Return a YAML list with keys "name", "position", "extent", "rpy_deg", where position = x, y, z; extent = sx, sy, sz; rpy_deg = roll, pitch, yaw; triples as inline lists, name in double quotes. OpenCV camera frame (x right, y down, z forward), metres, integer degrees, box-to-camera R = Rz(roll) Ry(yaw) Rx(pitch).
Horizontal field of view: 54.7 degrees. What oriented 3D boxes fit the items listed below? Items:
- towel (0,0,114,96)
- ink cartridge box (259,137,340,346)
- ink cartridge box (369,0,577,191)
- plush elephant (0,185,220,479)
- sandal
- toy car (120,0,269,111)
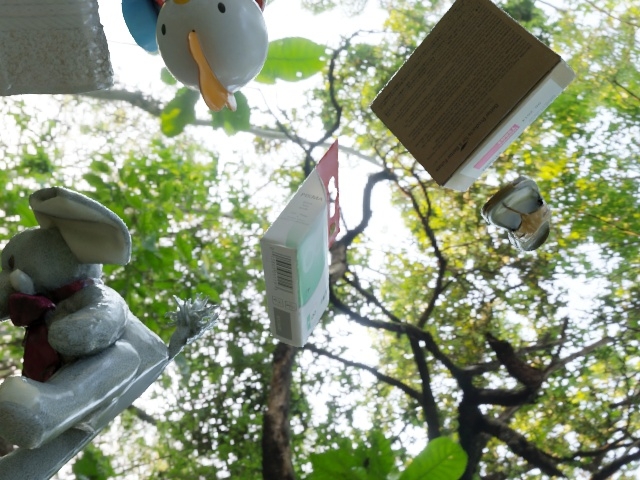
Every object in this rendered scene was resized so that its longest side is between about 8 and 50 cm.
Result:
- name: "towel"
  position: [-0.338, -0.221, 0.542]
  extent: [0.049, 0.283, 0.187]
  rpy_deg: [-116, -155, -57]
- name: "ink cartridge box"
  position: [0.000, 0.000, 0.814]
  extent: [0.056, 0.224, 0.180]
  rpy_deg: [18, -43, 20]
- name: "ink cartridge box"
  position: [0.217, -0.220, 0.916]
  extent: [0.234, 0.088, 0.193]
  rpy_deg: [-48, -119, 24]
- name: "plush elephant"
  position: [-0.311, 0.090, 0.724]
  extent: [0.255, 0.330, 0.272]
  rpy_deg: [43, -41, 7]
- name: "sandal"
  position: [0.252, -0.023, 0.753]
  extent: [0.072, 0.180, 0.049]
  rpy_deg: [-45, -128, 8]
- name: "toy car"
  position: [-0.120, -0.241, 0.624]
  extent: [0.219, 0.210, 0.237]
  rpy_deg: [-17, -122, 10]
